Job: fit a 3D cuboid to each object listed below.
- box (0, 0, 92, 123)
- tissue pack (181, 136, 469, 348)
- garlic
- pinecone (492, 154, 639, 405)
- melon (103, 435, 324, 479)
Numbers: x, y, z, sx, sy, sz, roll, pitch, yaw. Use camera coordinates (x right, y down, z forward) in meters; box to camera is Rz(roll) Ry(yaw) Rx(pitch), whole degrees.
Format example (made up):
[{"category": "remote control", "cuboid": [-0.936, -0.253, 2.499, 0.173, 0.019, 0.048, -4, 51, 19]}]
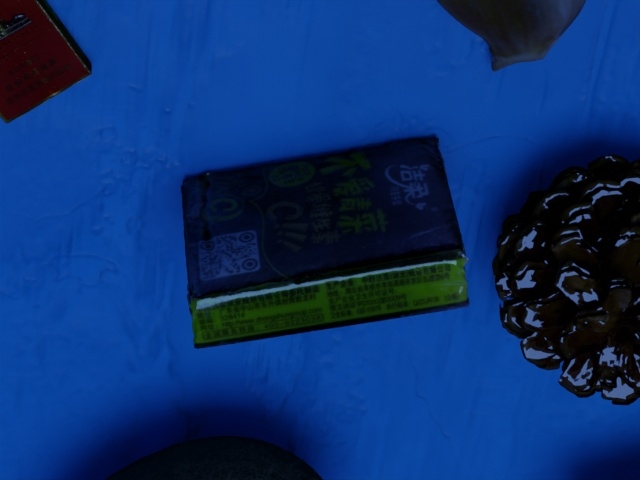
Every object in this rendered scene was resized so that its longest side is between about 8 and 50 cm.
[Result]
[{"category": "box", "cuboid": [-0.261, -0.169, 1.592, 0.090, 0.023, 0.133, -28, 122, 10]}, {"category": "tissue pack", "cuboid": [0.000, 0.000, 1.638, 0.235, 0.173, 0.073, -9, 130, 0]}, {"category": "garlic", "cuboid": [0.121, -0.259, 1.540, 0.148, 0.128, 0.266, -44, 106, 8]}, {"category": "pinecone", "cuboid": [0.252, 0.044, 1.672, 0.221, 0.221, 0.221, -3, 123, -4]}, {"category": "melon", "cuboid": [-0.123, 0.313, 1.787, 0.329, 0.249, 0.249, -21, 123, 18]}]
